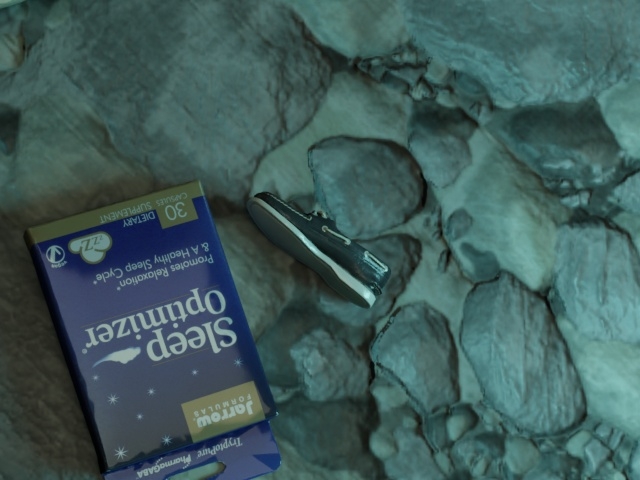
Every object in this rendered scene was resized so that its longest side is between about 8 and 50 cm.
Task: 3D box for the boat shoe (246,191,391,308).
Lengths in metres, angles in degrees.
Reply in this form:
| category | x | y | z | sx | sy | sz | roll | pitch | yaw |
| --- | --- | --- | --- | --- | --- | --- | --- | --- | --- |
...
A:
| category | x | y | z | sx | sy | sz | roll | pitch | yaw |
| --- | --- | --- | --- | --- | --- | --- | --- | --- | --- |
| boat shoe | 0.000 | 0.000 | 1.380 | 0.125 | 0.046 | 0.038 | 38 | 71 | -7 |

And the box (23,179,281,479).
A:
| category | x | y | z | sx | sy | sz | roll | pitch | yaw |
| --- | --- | --- | --- | --- | --- | --- | --- | --- | --- |
| box | -0.118 | 0.080 | 1.336 | 0.136 | 0.036 | 0.225 | -17 | 84 | -18 |

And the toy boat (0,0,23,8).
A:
| category | x | y | z | sx | sy | sz | roll | pitch | yaw |
| --- | --- | --- | --- | --- | --- | --- | --- | --- | --- |
| toy boat | -0.285 | -0.202 | 1.293 | 0.267 | 0.148 | 0.318 | 7 | 76 | -14 |
